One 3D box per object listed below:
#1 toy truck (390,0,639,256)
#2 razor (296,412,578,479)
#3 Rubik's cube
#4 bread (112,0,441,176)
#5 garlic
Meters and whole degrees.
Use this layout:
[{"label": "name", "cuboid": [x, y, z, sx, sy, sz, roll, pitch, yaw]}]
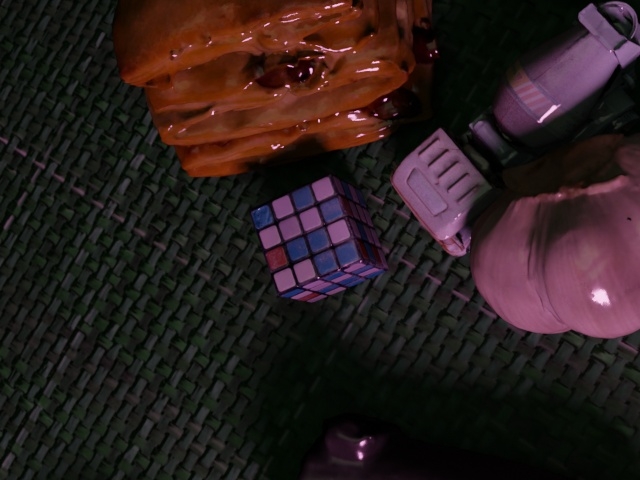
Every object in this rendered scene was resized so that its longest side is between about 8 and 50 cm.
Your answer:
[{"label": "toy truck", "cuboid": [0.179, -0.102, 0.912, 0.256, 0.140, 0.108, -40, 72, 10]}, {"label": "razor", "cuboid": [0.125, 0.276, 0.895, 0.326, 0.107, 0.189, 16, 88, 22]}, {"label": "Rubik's cube", "cuboid": [0.000, 0.000, 0.987, 0.092, 0.092, 0.092, -24, 75, 15]}, {"label": "bread", "cuboid": [-0.065, -0.267, 0.999, 0.314, 0.191, 0.370, -14, 76, 18]}, {"label": "garlic", "cuboid": [0.242, 0.015, 0.833, 0.229, 0.178, 0.143, -30, 33, 17]}]
